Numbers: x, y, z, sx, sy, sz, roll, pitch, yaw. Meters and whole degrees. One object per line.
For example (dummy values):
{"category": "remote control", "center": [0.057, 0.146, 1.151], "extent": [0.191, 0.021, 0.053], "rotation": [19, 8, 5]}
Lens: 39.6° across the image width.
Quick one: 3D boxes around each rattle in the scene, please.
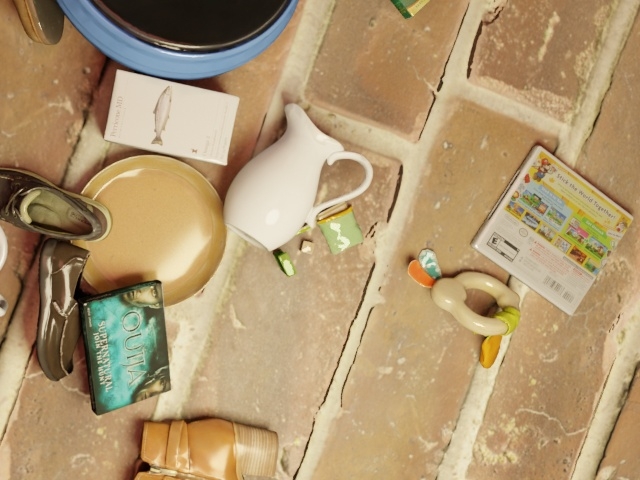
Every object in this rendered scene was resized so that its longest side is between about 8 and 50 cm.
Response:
{"category": "rattle", "center": [0.224, 0.115, 1.493], "extent": [0.199, 0.143, 0.130], "rotation": [17, 59, 0]}

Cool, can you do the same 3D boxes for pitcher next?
{"category": "pitcher", "center": [-0.035, -0.077, 1.352], "extent": [0.177, 0.125, 0.207], "rotation": [32, 80, 4]}

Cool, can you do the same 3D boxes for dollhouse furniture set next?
{"category": "dollhouse furniture set", "center": [0.000, 0.000, 1.409], "extent": [0.151, 0.058, 0.076], "rotation": [-27, 102, -10]}

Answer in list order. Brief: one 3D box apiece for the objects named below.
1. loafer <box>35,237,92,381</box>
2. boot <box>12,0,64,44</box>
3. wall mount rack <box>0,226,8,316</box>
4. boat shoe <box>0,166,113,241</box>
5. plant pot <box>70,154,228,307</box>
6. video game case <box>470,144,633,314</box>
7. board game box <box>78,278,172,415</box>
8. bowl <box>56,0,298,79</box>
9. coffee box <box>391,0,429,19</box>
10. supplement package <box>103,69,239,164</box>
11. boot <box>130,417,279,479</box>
{"category": "loafer", "center": [-0.370, 0.106, 1.302], "extent": [0.078, 0.080, 0.220], "rotation": [3, 108, -6]}
{"category": "boot", "center": [-0.448, -0.413, 1.244], "extent": [0.115, 0.112, 0.305], "rotation": [-16, 96, 8]}
{"category": "wall mount rack", "center": [-0.620, 0.066, 1.227], "extent": [0.350, 0.130, 0.304], "rotation": [-46, 104, -6]}
{"category": "boat shoe", "center": [-0.411, -0.053, 1.275], "extent": [0.223, 0.073, 0.080], "rotation": [19, 91, -1]}
{"category": "plant pot", "center": [-0.261, -0.012, 1.358], "extent": [0.236, 0.032, 0.236], "rotation": [-2, 97, -15]}
{"category": "video game case", "center": [0.399, -0.016, 1.524], "extent": [0.227, 0.026, 0.206], "rotation": [34, 88, -14]}
{"category": "board game box", "center": [-0.289, 0.159, 1.329], "extent": [0.126, 0.026, 0.186], "rotation": [-16, 116, -32]}
{"category": "bowl", "center": [-0.199, -0.429, 1.259], "extent": [0.391, 0.077, 0.391], "rotation": [2, 84, -21]}
{"category": "coffee box", "center": [0.123, -0.455, 1.397], "extent": [0.113, 0.040, 0.184], "rotation": [-42, 104, -6]}
{"category": "supplement package", "center": [-0.222, -0.179, 1.310], "extent": [0.179, 0.105, 0.105], "rotation": [10, 94, -14]}
{"category": "boot", "center": [-0.191, 0.418, 1.381], "extent": [0.220, 0.109, 0.284], "rotation": [9, 92, -16]}
